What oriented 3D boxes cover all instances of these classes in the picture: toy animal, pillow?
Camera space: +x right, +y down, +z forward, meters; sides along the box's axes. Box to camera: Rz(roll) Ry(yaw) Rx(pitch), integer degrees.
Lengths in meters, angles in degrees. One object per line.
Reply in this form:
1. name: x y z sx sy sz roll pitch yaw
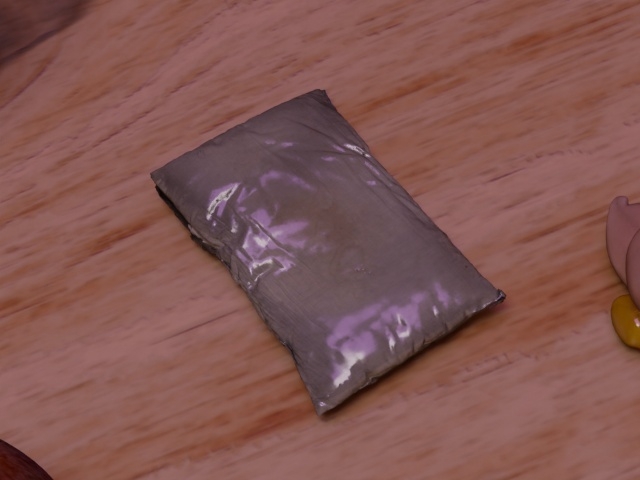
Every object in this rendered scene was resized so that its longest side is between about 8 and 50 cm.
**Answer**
1. toy animal: 0.233 0.010 0.971 0.091 0.082 0.114 -3 58 6
2. pillow: 0.000 0.000 1.034 0.148 0.050 0.230 -35 63 -7

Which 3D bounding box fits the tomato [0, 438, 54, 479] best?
1. tomato: -0.232 0.219 0.856 0.232 0.189 0.232 -3 43 3
